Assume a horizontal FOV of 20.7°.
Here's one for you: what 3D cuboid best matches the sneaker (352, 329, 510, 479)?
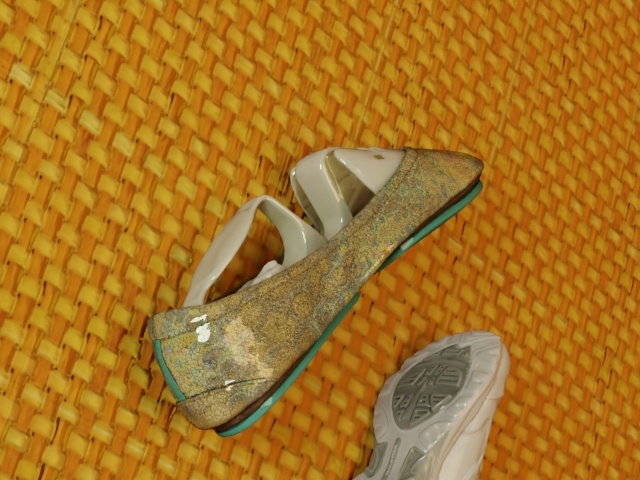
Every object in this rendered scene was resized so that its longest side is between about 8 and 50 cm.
[{"bbox_3d":[0.090,0.180,1.371,0.115,0.090,0.232,48,64,-40],"label":"sneaker"}]

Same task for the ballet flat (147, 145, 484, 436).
[{"bbox_3d":[0.000,0.000,1.272,0.348,0.123,0.123,-44,117,-39],"label":"ballet flat"}]
